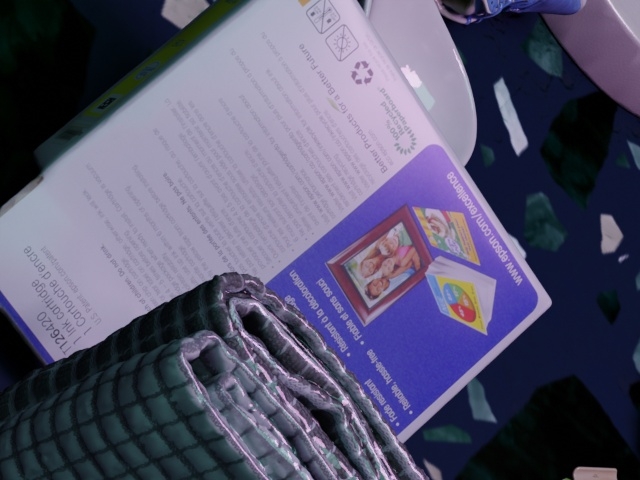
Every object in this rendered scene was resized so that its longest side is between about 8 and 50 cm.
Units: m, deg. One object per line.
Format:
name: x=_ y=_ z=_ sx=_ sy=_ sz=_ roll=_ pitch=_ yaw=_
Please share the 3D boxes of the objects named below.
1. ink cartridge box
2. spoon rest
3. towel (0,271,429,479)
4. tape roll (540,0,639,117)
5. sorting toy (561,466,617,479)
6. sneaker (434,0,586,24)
ink cartridge box: x=-0.040 y=0.019 z=1.281 sx=0.307 sy=0.072 sz=0.303 roll=-40 pitch=112 yaw=-16
spoon rest: x=0.043 y=-0.175 z=1.519 sx=0.137 sy=0.084 sz=0.276 roll=-29 pitch=92 yaw=-50
towel: x=-0.050 y=0.171 z=1.127 sx=0.283 sy=0.235 sz=0.121 roll=50 pitch=36 yaw=-17
tape roll: x=0.312 y=-0.295 z=1.883 sx=0.392 sy=0.072 sz=0.392 roll=23 pitch=55 yaw=-38
sorting toy: x=0.216 y=0.209 z=1.564 sx=0.083 sy=0.012 sz=0.062 roll=9 pitch=65 yaw=-45
sneaker: x=0.136 y=-0.215 z=1.654 sx=0.211 sy=0.080 sz=0.081 roll=12 pitch=69 yaw=-33
